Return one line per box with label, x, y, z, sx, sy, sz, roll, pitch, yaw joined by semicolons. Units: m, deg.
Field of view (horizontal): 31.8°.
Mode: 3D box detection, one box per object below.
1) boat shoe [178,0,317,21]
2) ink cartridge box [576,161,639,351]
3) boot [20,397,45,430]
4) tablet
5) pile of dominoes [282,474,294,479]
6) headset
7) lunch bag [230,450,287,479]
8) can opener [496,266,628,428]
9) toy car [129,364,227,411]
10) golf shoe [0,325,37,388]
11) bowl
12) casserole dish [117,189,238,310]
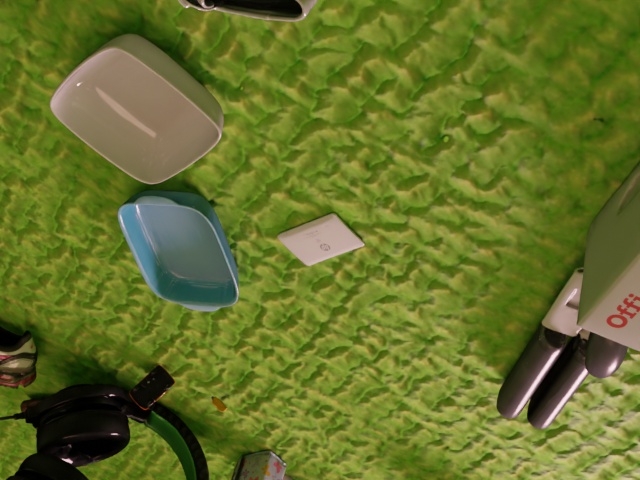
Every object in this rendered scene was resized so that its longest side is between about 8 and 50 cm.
boat shoe;-0.090;-0.217;0.923;0.184;0.063;0.066;16;141;3
ink cartridge box;0.398;0.032;0.974;0.289;0.121;0.211;21;141;-3
boot;-0.361;0.259;1.617;0.114;0.037;0.106;-12;134;26
tablet;0.000;0.000;1.188;0.083;0.006;0.054;-20;128;39
pile of dominoes;0.005;0.470;1.661;0.196;0.040;0.251;31;144;18
headset;-0.347;0.304;1.487;0.394;0.243;0.185;25;141;-13
lunch bag;-0.098;0.339;1.574;0.083;0.071;0.053;-20;129;38
can opener;0.253;0.130;1.169;0.076;0.095;0.283;19;141;1
toy car;-0.187;0.211;1.475;0.122;0.060;0.040;30;172;-3
golf shoe;-0.463;0.132;1.492;0.186;0.067;0.086;12;117;4
bowl;-0.170;-0.131;1.065;0.142;0.053;0.142;38;137;-24
casserole dish;-0.150;0.006;1.232;0.114;0.037;0.188;4;138;18
